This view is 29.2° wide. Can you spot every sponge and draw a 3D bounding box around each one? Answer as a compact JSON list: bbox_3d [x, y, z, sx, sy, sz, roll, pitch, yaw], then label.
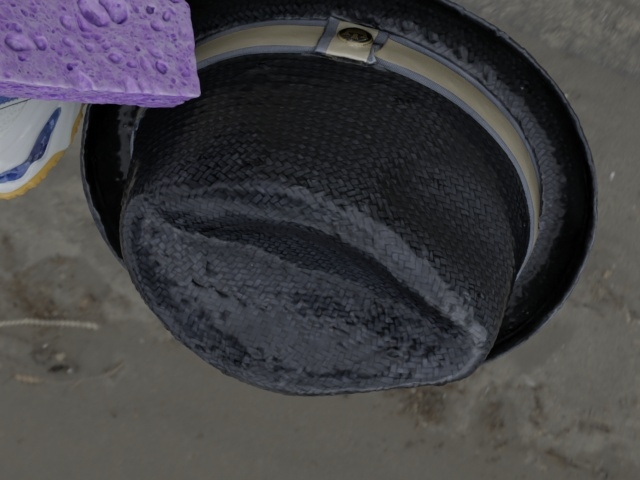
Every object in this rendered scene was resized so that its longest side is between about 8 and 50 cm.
[{"bbox_3d":[-0.128,-0.175,0.642,0.031,0.117,0.210,-17,76,51],"label":"sponge"}]

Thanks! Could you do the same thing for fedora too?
[{"bbox_3d":[0.000,0.000,0.745,0.334,0.152,0.334,5,123,8],"label":"fedora"}]

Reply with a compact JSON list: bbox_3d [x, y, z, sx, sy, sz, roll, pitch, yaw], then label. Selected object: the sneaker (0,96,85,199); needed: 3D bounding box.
[{"bbox_3d":[-0.177,-0.173,0.777,0.112,0.296,0.131,7,152,24],"label":"sneaker"}]
